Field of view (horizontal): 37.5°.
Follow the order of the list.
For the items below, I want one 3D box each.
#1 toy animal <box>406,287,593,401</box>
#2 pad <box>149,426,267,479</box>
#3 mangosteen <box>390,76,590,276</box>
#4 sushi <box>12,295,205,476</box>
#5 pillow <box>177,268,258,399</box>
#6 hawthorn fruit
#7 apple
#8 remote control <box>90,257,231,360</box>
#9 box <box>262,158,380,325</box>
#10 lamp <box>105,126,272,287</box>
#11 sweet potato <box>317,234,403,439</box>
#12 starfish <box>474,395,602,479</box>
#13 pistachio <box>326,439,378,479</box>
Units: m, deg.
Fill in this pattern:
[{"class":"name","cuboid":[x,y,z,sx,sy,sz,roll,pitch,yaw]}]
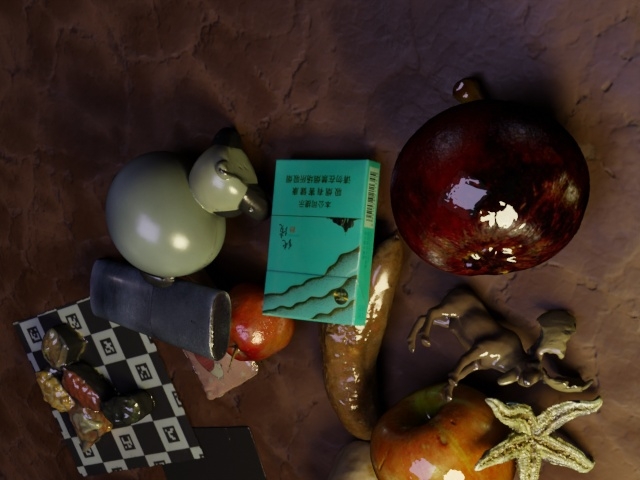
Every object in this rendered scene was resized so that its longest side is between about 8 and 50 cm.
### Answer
[{"class":"toy animal","cuboid":[0.236,0.138,1.240,0.214,0.186,0.094,53,161,30]},{"class":"pad","cuboid":[-0.196,0.408,1.688,0.243,0.004,0.164,-8,105,35]},{"class":"mangosteen","cuboid":[0.198,-0.088,1.134,0.235,0.235,0.261,-24,52,37]},{"class":"sushi","cuboid":[-0.422,0.284,1.742,0.359,0.064,0.343,-18,98,36]},{"class":"pillow","cuboid":[-0.195,0.130,1.550,0.135,0.049,0.248,-35,84,36]},{"class":"hawthorn fruit","cuboid":[-0.109,0.126,1.442,0.125,0.140,0.125,37,138,44]},{"class":"apple","cuboid":[0.172,0.295,1.294,0.196,0.196,0.196,12,115,28]},{"class":"remote control","cuboid":[-0.265,0.103,1.508,0.377,0.044,0.107,9,102,49]},{"class":"box","cuboid":[0.000,0.000,1.319,0.160,0.042,0.226,4,87,36]},{"class":"lamp","cuboid":[-0.206,-0.054,1.409,0.243,0.198,0.198,-28,93,20]},{"class":"sweet potato","cuboid":[0.051,0.143,1.373,0.114,0.092,0.342,6,114,4]},{"class":"starfish","cuboid":[0.281,0.280,1.231,0.053,0.208,0.176,-157,74,-67]},{"class":"pistachio","cuboid":[0.057,0.383,1.455,0.126,0.108,0.185,54,139,25]}]
